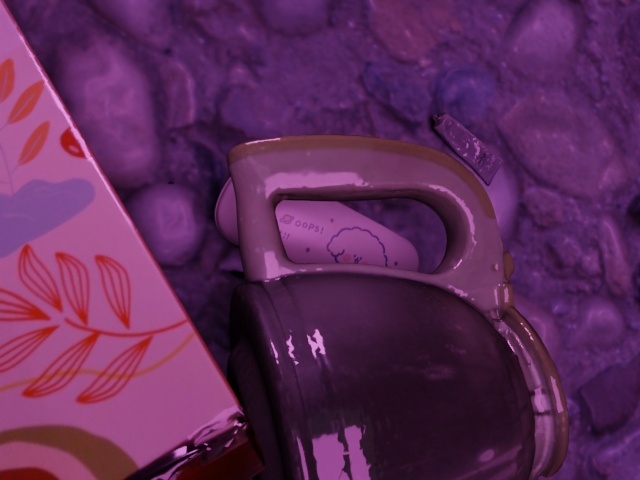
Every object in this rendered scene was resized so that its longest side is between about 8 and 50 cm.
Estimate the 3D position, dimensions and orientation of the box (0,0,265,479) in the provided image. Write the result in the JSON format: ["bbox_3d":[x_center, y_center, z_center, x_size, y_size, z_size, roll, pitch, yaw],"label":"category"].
[{"bbox_3d":[-0.275,0.052,0.383,0.344,0.122,0.385,-30,66,-13],"label":"box"}]

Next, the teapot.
[{"bbox_3d":[0.046,0.099,0.530,0.239,0.239,0.321,-9,58,-17],"label":"teapot"}]

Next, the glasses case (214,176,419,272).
[{"bbox_3d":[0.000,0.000,0.602,0.197,0.049,0.076,28,85,-16],"label":"glasses case"}]

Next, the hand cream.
[{"bbox_3d":[0.145,-0.093,0.662,0.093,0.019,0.030,37,83,-17],"label":"hand cream"}]
